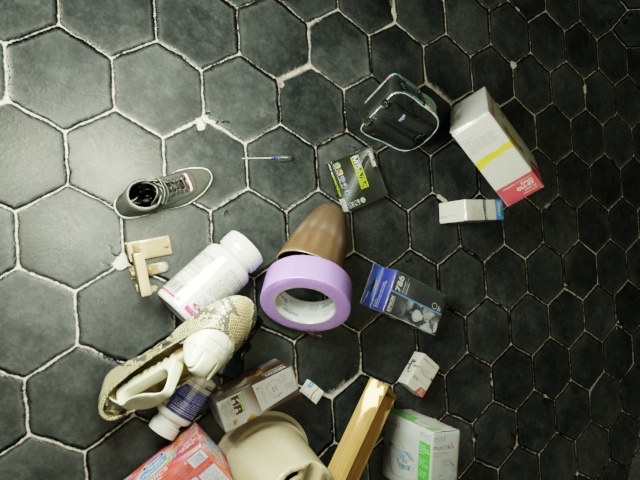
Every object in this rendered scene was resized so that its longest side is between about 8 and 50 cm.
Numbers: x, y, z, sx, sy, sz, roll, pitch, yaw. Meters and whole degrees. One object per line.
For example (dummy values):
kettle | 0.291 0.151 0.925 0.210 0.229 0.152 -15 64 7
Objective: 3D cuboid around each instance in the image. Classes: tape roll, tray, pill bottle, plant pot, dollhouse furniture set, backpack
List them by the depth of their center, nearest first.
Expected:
dollhouse furniture set | -0.455 0.066 1.337 0.123 0.151 0.143 -12 96 -28
pill bottle | -0.395 0.461 1.373 0.112 0.112 0.186 41 71 -21
plant pot | -0.115 0.704 1.404 0.334 0.306 0.333 1 87 -28
pill bottle | -0.313 0.112 1.405 0.283 0.160 0.160 -45 108 -22
tape roll | -0.042 0.167 1.480 0.275 0.275 0.090 31 42 -23
plant pot | 0.000 0.000 1.568 0.215 0.215 0.230 35 58 -22
tray | 0.122 0.675 1.604 0.410 0.076 0.202 -60 153 -16
backpack | 0.284 -0.444 1.709 0.254 0.225 0.190 24 46 -25

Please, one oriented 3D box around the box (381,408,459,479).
box | 0.344 0.734 1.672 0.127 0.262 0.230 7 86 -28

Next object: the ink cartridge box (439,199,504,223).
ink cartridge box | 0.592 -0.113 1.903 0.203 0.148 0.085 -1 88 -29

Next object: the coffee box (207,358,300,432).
coffee box | -0.206 0.460 1.459 0.247 0.141 0.098 -20 98 -27

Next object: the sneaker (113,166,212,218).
sneaker | -0.425 -0.142 1.364 0.296 0.147 0.104 -26 98 -28

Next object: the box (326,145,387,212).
box | 0.133 -0.218 1.722 0.184 0.045 0.190 -24 100 -24

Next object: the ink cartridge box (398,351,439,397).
ink cartridge box | 0.368 0.500 1.809 0.099 0.056 0.135 43 70 -20

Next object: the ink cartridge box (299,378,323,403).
ink cartridge box | -0.024 0.510 1.616 0.083 0.028 0.048 45 69 -20

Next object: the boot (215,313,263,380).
boot | -0.253 0.298 1.402 0.094 0.246 0.207 20 73 12

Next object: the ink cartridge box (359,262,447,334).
ink cartridge box | 0.314 0.220 1.791 0.333 0.065 0.165 25 77 -24

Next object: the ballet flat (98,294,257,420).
ballet flat | -0.366 0.325 1.246 0.483 0.182 0.164 -32 112 6

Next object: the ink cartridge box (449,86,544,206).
ink cartridge box | 0.684 -0.370 1.889 0.385 0.160 0.279 45 34 -19

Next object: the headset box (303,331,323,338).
headset box | -0.017 0.287 1.627 0.062 0.032 0.083 22 79 -25

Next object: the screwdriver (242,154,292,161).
screwdriver | -0.172 -0.272 1.575 0.170 0.024 0.025 -1 118 -26

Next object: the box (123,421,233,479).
box | -0.407 0.670 1.308 0.300 0.142 0.154 -39 108 -11
